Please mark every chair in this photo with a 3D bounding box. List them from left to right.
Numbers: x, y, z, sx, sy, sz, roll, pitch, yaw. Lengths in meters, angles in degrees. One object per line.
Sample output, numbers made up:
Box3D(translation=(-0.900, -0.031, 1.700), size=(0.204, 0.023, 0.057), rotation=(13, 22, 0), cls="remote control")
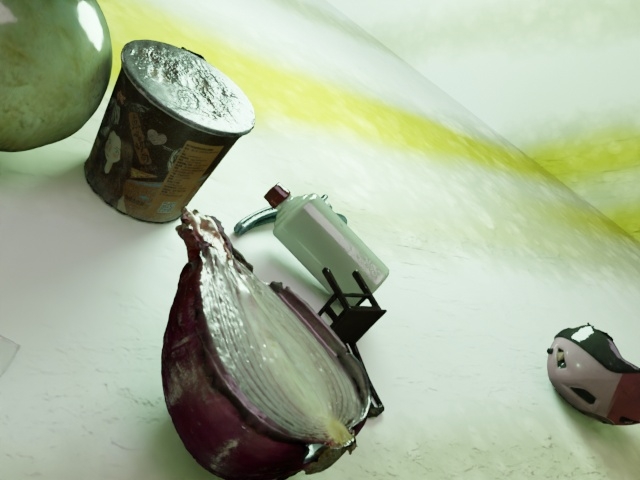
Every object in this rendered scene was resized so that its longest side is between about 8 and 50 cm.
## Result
Box3D(translation=(0.055, 0.153, 1.032), size=(0.084, 0.101, 0.212), rotation=(6, 42, -44), cls="chair")

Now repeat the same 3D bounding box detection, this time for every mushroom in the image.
Box3D(translation=(-0.453, -0.272, 0.899), size=(0.352, 0.260, 0.352), rotation=(31, 35, -25), cls="mushroom")

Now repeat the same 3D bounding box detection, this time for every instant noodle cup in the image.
Box3D(translation=(-0.238, -0.157, 1.029), size=(0.217, 0.207, 0.217), rotation=(27, 31, -18), cls="instant noodle cup")

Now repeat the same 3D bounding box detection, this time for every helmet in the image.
Box3D(translation=(0.565, 0.289, 1.370), size=(0.253, 0.154, 0.198), rotation=(53, -8, 7), cls="helmet")

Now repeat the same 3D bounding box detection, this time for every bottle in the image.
Box3D(translation=(0.000, 0.000, 1.153), size=(0.245, 0.104, 0.104), rotation=(47, 29, -2), cls="bottle")

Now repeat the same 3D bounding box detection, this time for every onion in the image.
Box3D(translation=(-0.105, 0.138, 0.812), size=(0.349, 0.159, 0.267), rotation=(55, 21, 24), cls="onion")

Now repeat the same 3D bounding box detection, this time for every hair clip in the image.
Box3D(translation=(-0.064, -0.041, 1.243), size=(0.275, 0.048, 0.083), rotation=(-10, 57, -47), cls="hair clip")

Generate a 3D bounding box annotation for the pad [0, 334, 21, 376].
Box3D(translation=(-0.428, 0.100, 0.658), size=(0.232, 0.004, 0.156), rotation=(31, 29, -14), cls="pad")
